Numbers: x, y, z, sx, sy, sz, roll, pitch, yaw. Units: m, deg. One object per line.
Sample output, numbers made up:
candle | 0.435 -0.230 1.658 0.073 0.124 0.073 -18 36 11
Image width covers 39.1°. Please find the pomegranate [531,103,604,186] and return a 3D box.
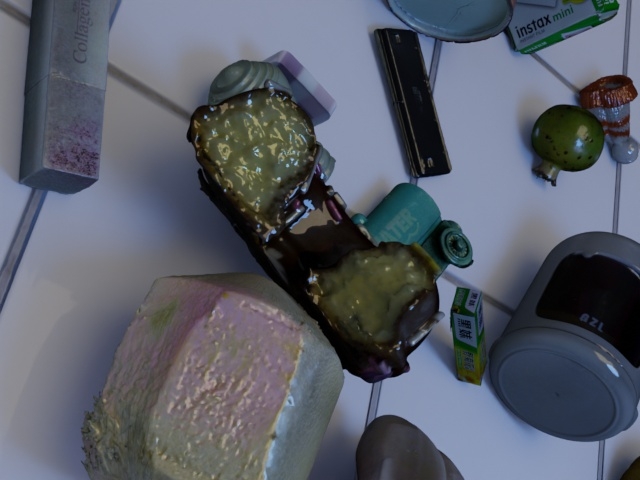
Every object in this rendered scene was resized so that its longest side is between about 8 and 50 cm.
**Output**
pomegranate | 0.409 -0.167 1.508 0.130 0.130 0.130 14 68 -38

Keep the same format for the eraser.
eraser | -0.034 -0.191 1.152 0.105 0.065 0.026 45 54 -24

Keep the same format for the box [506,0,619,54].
box | 0.379 -0.457 1.519 0.103 0.180 0.250 -23 91 -47

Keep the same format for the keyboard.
keyboard | 0.136 -0.204 1.332 0.094 0.025 0.230 -9 83 -44

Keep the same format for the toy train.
toy train | 0.097 0.025 1.188 0.159 0.101 0.248 46 49 -4

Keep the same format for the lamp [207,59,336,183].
lamp | -0.058 -0.137 1.097 0.193 0.106 0.106 48 51 -31

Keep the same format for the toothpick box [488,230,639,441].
toothpick box | 0.400 0.129 1.353 0.229 0.229 0.316 53 48 -16

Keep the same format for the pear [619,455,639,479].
pear | 0.575 0.419 1.424 0.200 0.200 0.200 14 68 -38

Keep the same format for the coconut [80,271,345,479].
coconut | -0.100 0.144 0.881 0.233 0.233 0.245 33 59 -30

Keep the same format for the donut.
donut | -0.002 0.002 0.985 0.136 0.259 0.345 -36 78 -7

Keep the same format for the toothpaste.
toothpaste | 0.201 0.133 1.217 0.178 0.037 0.043 74 34 -50

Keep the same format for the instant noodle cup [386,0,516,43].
instant noodle cup | 0.212 -0.444 1.345 0.243 0.243 0.231 30 67 -31

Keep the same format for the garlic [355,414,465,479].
garlic | 0.107 0.349 1.003 0.325 0.132 0.279 -57 143 -71

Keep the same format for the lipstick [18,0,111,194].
lipstick | -0.266 -0.211 0.952 0.066 0.068 0.317 12 70 -39

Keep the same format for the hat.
hat | 0.546 -0.218 1.671 0.112 0.093 0.162 -32 117 -32
